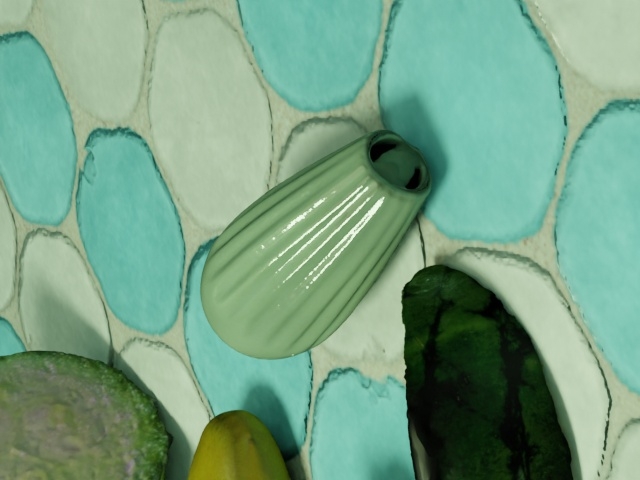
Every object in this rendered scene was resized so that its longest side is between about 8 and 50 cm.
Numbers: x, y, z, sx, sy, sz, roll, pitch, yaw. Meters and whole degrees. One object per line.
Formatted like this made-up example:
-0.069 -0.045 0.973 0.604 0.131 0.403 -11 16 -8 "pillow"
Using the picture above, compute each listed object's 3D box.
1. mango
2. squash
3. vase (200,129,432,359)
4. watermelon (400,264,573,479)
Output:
-0.071 0.253 1.810 0.137 0.098 0.195 20 110 56 "mango"
-0.297 0.328 2.057 0.310 0.310 0.309 45 151 40 "squash"
0.000 0.000 1.584 0.248 0.128 0.128 -44 64 44 "vase"
0.127 0.168 1.496 0.129 0.123 0.301 -102 -1 -87 "watermelon"
